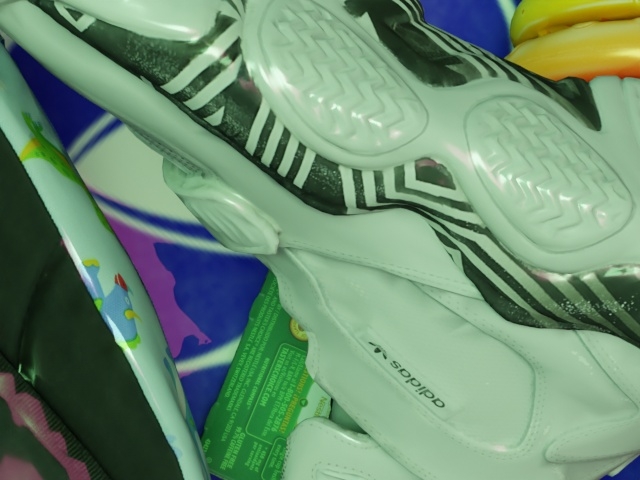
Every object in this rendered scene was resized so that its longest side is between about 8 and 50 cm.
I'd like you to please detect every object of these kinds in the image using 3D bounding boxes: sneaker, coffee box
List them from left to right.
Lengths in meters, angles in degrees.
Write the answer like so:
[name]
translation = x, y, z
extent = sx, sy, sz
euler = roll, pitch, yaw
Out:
[sneaker]
translation = 0.000, 0.000, 0.489
extent = 0.365, 0.137, 0.210
euler = 26, 129, -11
[coffee box]
translation = 0.041, 0.095, 0.626
extent = 0.184, 0.040, 0.113
euler = 21, 86, 11

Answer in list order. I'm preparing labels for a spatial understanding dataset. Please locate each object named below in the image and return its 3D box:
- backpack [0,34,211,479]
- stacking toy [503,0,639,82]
[backpack]
translation = -0.186, 0.069, 0.511
extent = 0.290, 0.273, 0.355
euler = -37, 80, -11
[stacking toy]
translation = 0.160, -0.134, 0.643
extent = 0.165, 0.175, 0.302
euler = 5, 79, -14
